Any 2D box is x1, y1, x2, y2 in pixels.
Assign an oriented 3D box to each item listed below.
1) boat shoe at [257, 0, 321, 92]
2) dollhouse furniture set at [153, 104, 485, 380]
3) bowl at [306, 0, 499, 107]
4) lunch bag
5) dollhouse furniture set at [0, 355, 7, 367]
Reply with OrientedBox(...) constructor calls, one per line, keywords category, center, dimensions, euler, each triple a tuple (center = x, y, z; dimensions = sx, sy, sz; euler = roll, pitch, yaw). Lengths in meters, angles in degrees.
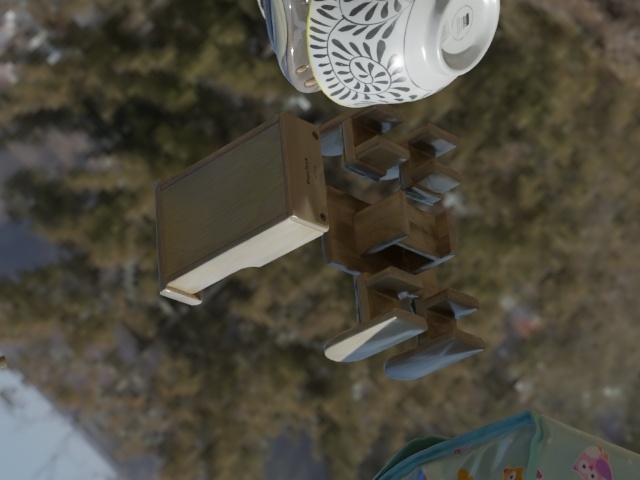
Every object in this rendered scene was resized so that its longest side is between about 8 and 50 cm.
OrientedBox(category="boat shoe", center=(-0.022, -0.310, 1.865), dimensions=(0.130, 0.132, 0.355), euler=(51, 150, 40))
OrientedBox(category="dollhouse furniture set", center=(0.000, 0.000, 1.643), dimensions=(0.242, 0.161, 0.212), euler=(22, -128, -42))
OrientedBox(category="bowl", center=(0.074, -0.164, 1.347), dimensions=(0.080, 0.170, 0.170), euler=(24, 164, 33))
OrientedBox(category="lunch bag", center=(0.170, 0.260, 1.636), dimensions=(0.223, 0.160, 0.262), euler=(23, 150, -29))
OrientedBox(category="dollhouse furniture set", center=(-0.312, 0.094, 1.339), dimensions=(0.101, 0.161, 0.182), euler=(-14, -92, -76))
